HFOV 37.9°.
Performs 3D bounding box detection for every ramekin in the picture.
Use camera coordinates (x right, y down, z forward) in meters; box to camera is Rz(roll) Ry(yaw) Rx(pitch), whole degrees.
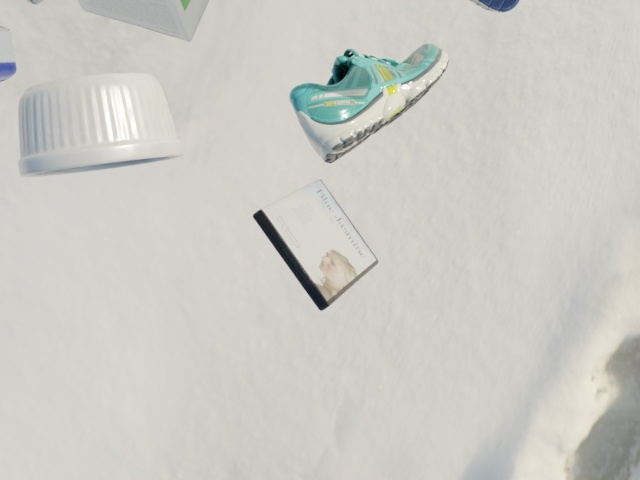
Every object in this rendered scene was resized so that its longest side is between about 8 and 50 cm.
[{"bbox_3d":[-0.285,-0.147,1.191,0.207,0.207,0.109,-6,94,20],"label":"ramekin"}]

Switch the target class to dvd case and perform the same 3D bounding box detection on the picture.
[{"bbox_3d":[0.000,0.000,1.505,0.022,0.253,0.180,-36,89,26],"label":"dvd case"}]

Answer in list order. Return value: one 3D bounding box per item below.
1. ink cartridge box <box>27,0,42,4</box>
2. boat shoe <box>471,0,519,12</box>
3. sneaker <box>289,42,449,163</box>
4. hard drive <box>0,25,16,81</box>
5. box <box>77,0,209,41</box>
[{"bbox_3d":[-0.212,-0.396,0.973,0.330,0.324,0.071,-38,126,-6],"label":"ink cartridge box"},{"bbox_3d":[0.126,-0.296,0.981,0.183,0.066,0.066,29,98,-24],"label":"boat shoe"},{"bbox_3d":[0.070,-0.205,1.203,0.110,0.275,0.107,53,139,1],"label":"sneaker"},{"bbox_3d":[-0.380,-0.098,0.559,0.210,0.319,0.040,-2,99,33],"label":"hard drive"},{"bbox_3d":[-0.136,-0.229,0.731,0.102,0.087,0.101,19,77,7],"label":"box"}]
